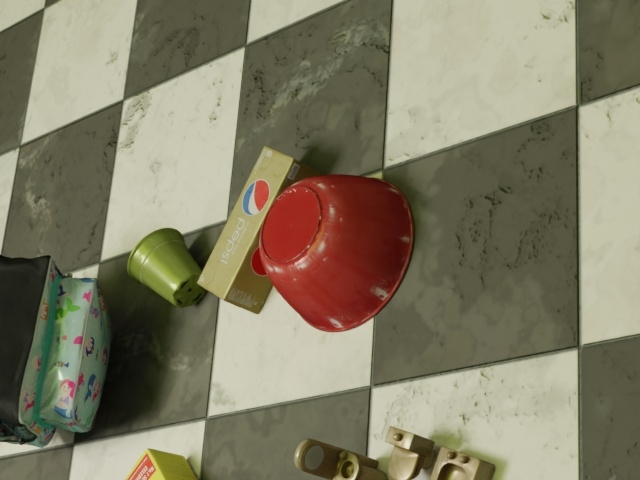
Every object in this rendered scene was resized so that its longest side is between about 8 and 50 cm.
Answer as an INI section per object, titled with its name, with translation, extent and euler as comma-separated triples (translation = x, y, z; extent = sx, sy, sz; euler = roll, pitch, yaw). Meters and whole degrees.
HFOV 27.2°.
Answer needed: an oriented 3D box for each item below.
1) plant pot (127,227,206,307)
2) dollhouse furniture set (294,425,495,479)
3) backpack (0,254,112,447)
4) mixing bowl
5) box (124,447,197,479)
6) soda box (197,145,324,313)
[plant pot]
translation = -0.179, 0.040, 1.606
extent = 0.079, 0.083, 0.083
euler = 42, 102, 36
[dollhouse furniture set]
translation = 0.048, 0.242, 1.230
extent = 0.151, 0.123, 0.144
euler = 13, 80, 48
[backpack]
translation = -0.358, 0.143, 1.629
extent = 0.253, 0.191, 0.225
euler = 112, 166, -68
[mixing bowl]
translation = 0.000, 0.000, 1.421
extent = 0.181, 0.098, 0.181
euler = -21, 57, 38
[box]
translation = -0.147, 0.334, 1.432
extent = 0.087, 0.058, 0.232
euler = -54, 42, 15
[soda box]
translation = -0.069, -0.012, 1.526
extent = 0.061, 0.058, 0.181
euler = 27, 90, 48
